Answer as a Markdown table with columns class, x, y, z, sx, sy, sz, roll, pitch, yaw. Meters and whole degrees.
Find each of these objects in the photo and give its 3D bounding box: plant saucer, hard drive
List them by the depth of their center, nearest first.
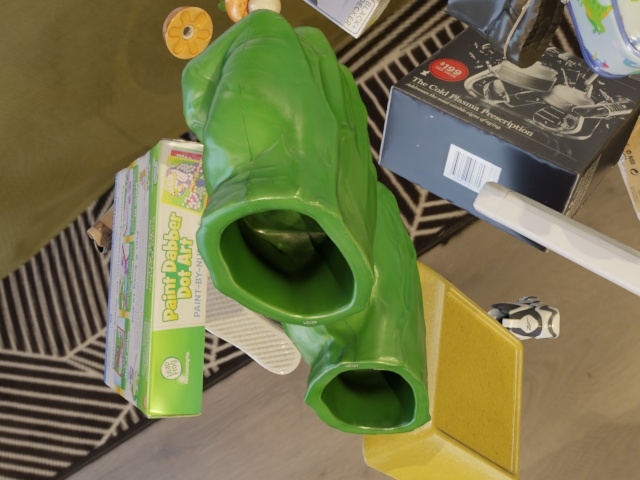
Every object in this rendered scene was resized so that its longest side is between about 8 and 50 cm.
| class | x | y | z | sx | sy | sz | roll | pitch | yaw |
| --- | --- | --- | --- | --- | --- | --- | --- | --- | --- |
| hard drive | 0.381 | 0.038 | 0.942 | 0.353 | 0.233 | 0.047 | 34 | 100 | 36 |
| plant saucer | 0.213 | 0.220 | 1.178 | 0.081 | 0.332 | 0.333 | -17 | 50 | 38 |

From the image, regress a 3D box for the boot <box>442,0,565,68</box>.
| class | x | y | z | sx | sy | sz | roll | pitch | yaw |
| --- | --- | --- | --- | --- | --- | --- | --- | --- | --- |
| boot | 0.223 | -0.315 | 0.876 | 0.137 | 0.076 | 0.198 | 43 | 119 | 32 |

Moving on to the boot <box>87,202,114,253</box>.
| class | x | y | z | sx | sy | sz | roll | pitch | yaw |
| --- | --- | --- | --- | --- | --- | --- | --- | --- | --- |
| boot | -0.277 | -0.033 | 1.056 | 0.087 | 0.118 | 0.042 | -38 | 60 | -25 |

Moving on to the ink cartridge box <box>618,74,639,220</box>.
| class | x | y | z | sx | sy | sz | roll | pitch | yaw |
| --- | --- | --- | --- | --- | --- | --- | --- | --- | --- |
| ink cartridge box | 0.645 | -0.187 | 1.497 | 0.088 | 0.193 | 0.235 | -4 | 126 | 45 |

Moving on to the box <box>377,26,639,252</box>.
| class | x | y | z | sx | sy | sz | roll | pitch | yaw |
| --- | --- | --- | --- | --- | --- | --- | --- | --- | --- |
| box | 0.333 | -0.199 | 1.357 | 0.343 | 0.312 | 0.179 | 30 | 139 | 22 |

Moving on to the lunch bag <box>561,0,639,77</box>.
| class | x | y | z | sx | sy | sz | roll | pitch | yaw |
| --- | --- | --- | --- | --- | --- | --- | --- | --- | --- |
| lunch bag | 0.310 | -0.238 | 0.649 | 0.219 | 0.090 | 0.176 | -20 | 93 | -6 |

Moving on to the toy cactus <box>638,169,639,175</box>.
| class | x | y | z | sx | sy | sz | roll | pitch | yaw |
| --- | --- | --- | --- | --- | --- | --- | --- | --- | --- |
| toy cactus | 0.336 | -0.004 | 0.621 | 0.112 | 0.219 | 0.180 | -36 | 70 | 6 |

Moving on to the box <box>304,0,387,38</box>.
| class | x | y | z | sx | sy | sz | roll | pitch | yaw |
| --- | --- | --- | --- | --- | --- | --- | --- | --- | --- |
| box | -0.001 | -0.534 | 1.536 | 0.290 | 0.169 | 0.087 | 34 | 123 | -3 |

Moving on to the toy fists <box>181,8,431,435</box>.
| class | x | y | z | sx | sy | sz | roll | pitch | yaw |
| --- | --- | --- | --- | --- | --- | --- | --- | --- | --- |
| toy fists | 0.000 | 0.000 | 0.452 | 0.096 | 0.279 | 0.142 | -10 | 52 | 16 |

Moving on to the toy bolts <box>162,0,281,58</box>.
| class | x | y | z | sx | sy | sz | roll | pitch | yaw |
| --- | --- | --- | --- | --- | --- | --- | --- | --- | --- |
| toy bolts | -0.156 | -0.376 | 1.475 | 0.218 | 0.228 | 0.158 | -44 | 55 | -9 |

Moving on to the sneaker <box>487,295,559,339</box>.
| class | x | y | z | sx | sy | sz | roll | pitch | yaw |
| --- | --- | --- | --- | --- | --- | --- | --- | --- | --- |
| sneaker | 0.422 | 0.176 | 1.747 | 0.153 | 0.235 | 0.094 | 2 | 96 | -6 |

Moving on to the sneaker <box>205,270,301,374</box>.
| class | x | y | z | sx | sy | sz | roll | pitch | yaw |
| --- | --- | --- | --- | --- | --- | --- | --- | --- | --- |
| sneaker | -0.171 | 0.160 | 1.690 | 0.321 | 0.127 | 0.126 | 42 | 102 | 0 |

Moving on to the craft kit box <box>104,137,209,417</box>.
| class | x | y | z | sx | sy | sz | roll | pitch | yaw |
| --- | --- | --- | --- | --- | --- | --- | --- | --- | --- |
| craft kit box | -0.174 | 0.038 | 0.804 | 0.060 | 0.246 | 0.250 | 4 | 87 | -21 |
